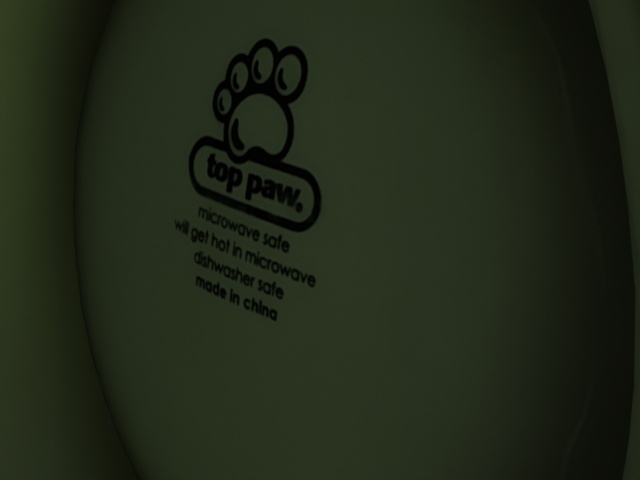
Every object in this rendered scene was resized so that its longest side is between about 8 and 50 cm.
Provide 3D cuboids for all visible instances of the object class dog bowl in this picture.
[{"bbox_3d":[0.000,0.000,0.558,0.150,0.408,0.408,-4,125,-40],"label":"dog bowl"}]
